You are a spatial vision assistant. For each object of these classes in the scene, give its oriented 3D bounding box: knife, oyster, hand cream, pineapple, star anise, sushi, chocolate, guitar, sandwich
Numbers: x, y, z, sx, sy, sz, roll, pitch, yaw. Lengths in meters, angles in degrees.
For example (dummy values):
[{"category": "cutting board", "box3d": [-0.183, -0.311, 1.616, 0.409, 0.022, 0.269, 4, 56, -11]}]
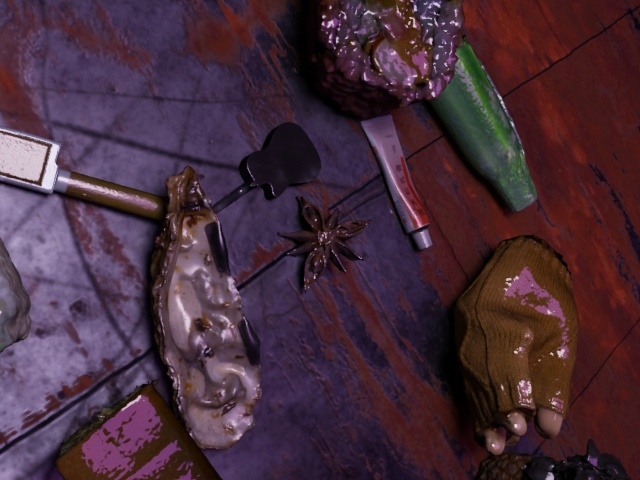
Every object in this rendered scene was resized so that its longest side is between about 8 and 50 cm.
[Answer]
[{"category": "knife", "box3d": [-0.315, -0.085, 0.818, 0.343, 0.027, 0.061, 15, 83, -26]}, {"category": "oyster", "box3d": [-0.143, 0.083, 0.867, 0.129, 0.079, 0.344, -11, 94, -34]}, {"category": "hand cream", "box3d": [0.123, -0.088, 1.096, 0.052, 0.038, 0.216, -16, 85, -61]}, {"category": "pineapple", "box3d": [0.323, 0.341, 1.011, 0.111, 0.237, 0.119, 15, 68, -23]}, {"category": "star anise", "box3d": [0.000, 0.011, 0.984, 0.124, 0.056, 0.129, 18, 73, -2]}, {"category": "sushi", "box3d": [0.092, -0.306, 1.020, 0.237, 0.171, 0.270, 4, 84, -15]}, {"category": "chocolate", "box3d": [0.259, -0.177, 1.160, 0.110, 0.110, 0.291, -42, 106, -31]}, {"category": "guitar", "box3d": [-0.093, -0.074, 0.957, 0.233, 0.025, 0.088, -39, 103, -32]}, {"category": "sandwich", "box3d": [-0.166, 0.273, 0.773, 0.128, 0.122, 0.235, -37, 99, -20]}]

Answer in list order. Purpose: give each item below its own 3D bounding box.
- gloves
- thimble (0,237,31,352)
[{"category": "gloves", "box3d": [0.286, 0.156, 1.072, 0.203, 0.155, 0.356, 44, 45, -25]}, {"category": "thimble", "box3d": [-0.370, 0.061, 0.642, 0.219, 0.219, 0.150, -31, 95, -33]}]
